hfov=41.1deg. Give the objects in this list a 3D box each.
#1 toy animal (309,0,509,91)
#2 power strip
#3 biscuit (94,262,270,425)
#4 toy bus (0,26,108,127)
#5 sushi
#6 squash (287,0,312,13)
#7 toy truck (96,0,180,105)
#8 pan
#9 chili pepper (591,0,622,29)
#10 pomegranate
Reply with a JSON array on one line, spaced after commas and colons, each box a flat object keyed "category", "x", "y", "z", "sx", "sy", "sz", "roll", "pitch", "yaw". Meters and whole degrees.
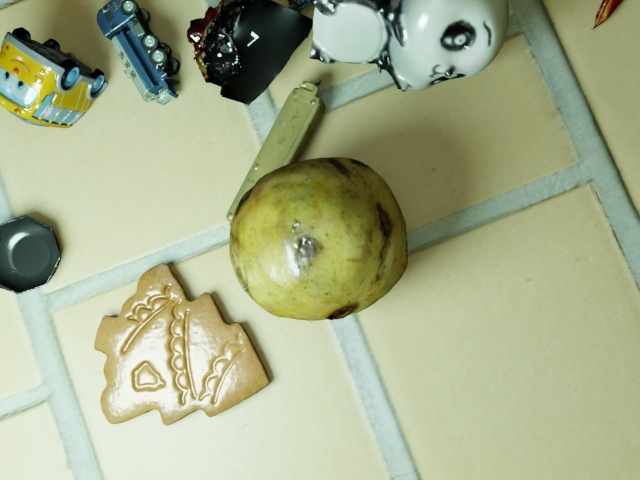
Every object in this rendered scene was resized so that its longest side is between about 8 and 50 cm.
[{"category": "toy animal", "x": 0.151, "y": -0.377, "z": 1.385, "sx": 0.310, "sy": 0.251, "sz": 0.250, "roll": 14, "pitch": 84, "yaw": 1}, {"category": "power strip", "x": -0.072, "y": -0.141, "z": 1.464, "sx": 0.064, "sy": 0.044, "sz": 0.305, "roll": 26, "pitch": 87, "yaw": 24}, {"category": "biscuit", "x": -0.232, "y": 0.194, "z": 1.440, "sx": 0.307, "sy": 0.043, "sz": 0.283, "roll": 15, "pitch": 84, "yaw": 6}, {"category": "toy bus", "x": -0.466, "y": -0.263, "z": 1.438, "sx": 0.126, "sy": 0.209, "sz": 0.136, "roll": 34, "pitch": 97, "yaw": 6}, {"category": "sushi", "x": -0.141, "y": -0.337, "z": 1.445, "sx": 0.150, "sy": 0.153, "sz": 0.172, "roll": 34, "pitch": 106, "yaw": 37}, {"category": "squash", "x": 0.019, "y": -0.540, "z": 1.493, "sx": 0.087, "sy": 0.087, "sz": 0.331, "roll": 28, "pitch": 88, "yaw": 7}, {"category": "toy truck", "x": -0.315, "y": -0.332, "z": 1.502, "sx": 0.088, "sy": 0.074, "sz": 0.201, "roll": -32, "pitch": 82, "yaw": 9}, {"category": "pan", "x": -0.546, "y": 0.039, "z": 1.481, "sx": 0.202, "sy": 0.048, "sz": 0.128, "roll": -18, "pitch": 81, "yaw": 1}, {"category": "chili pepper", "x": 0.515, "y": -0.432, "z": 1.466, "sx": 0.045, "sy": 0.027, "sz": 0.178, "roll": 29, "pitch": 86, "yaw": 12}, {"category": "pomegranate", "x": 0.000, "y": 0.000, "z": 1.339, "sx": 0.281, "sy": 0.281, "sz": 0.281, "roll": -1, "pitch": 83, "yaw": 4}]
